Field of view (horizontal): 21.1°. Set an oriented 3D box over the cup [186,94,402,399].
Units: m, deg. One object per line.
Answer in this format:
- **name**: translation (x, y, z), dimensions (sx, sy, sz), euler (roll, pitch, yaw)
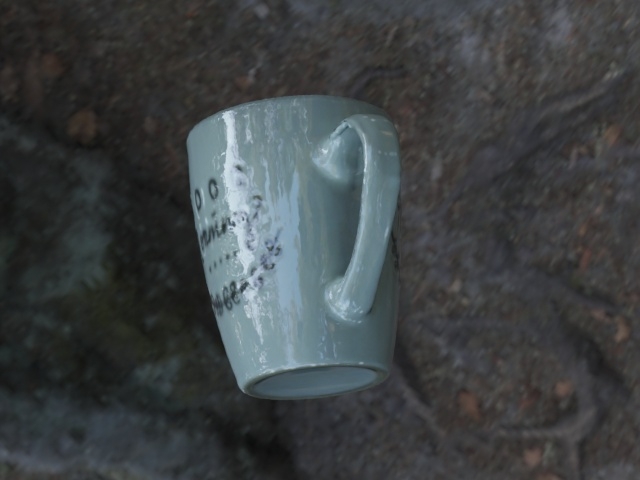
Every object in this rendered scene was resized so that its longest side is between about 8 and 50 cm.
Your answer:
- **cup**: translation (0.000, 0.000, 1.470), dimensions (0.258, 0.186, 0.234), euler (141, 127, -58)
